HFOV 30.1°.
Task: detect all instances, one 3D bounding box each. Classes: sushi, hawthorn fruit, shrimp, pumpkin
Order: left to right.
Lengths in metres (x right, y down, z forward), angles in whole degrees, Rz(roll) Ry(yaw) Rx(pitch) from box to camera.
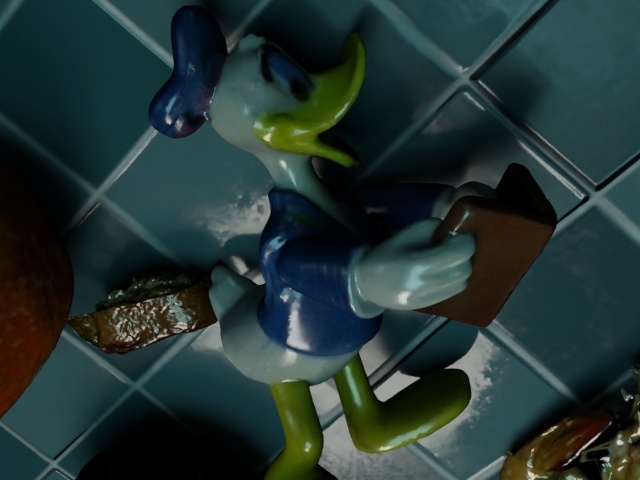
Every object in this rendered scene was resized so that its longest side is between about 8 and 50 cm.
[{"bbox_3d":[-0.285,0.056,0.844,0.205,0.205,0.253,19,131,0],"label":"hawthorn fruit"},{"bbox_3d":[-0.128,0.052,0.886,0.120,0.052,0.055,-20,97,25],"label":"sushi"},{"bbox_3d":[-0.120,0.246,0.944,0.194,0.150,0.194,0,117,0],"label":"pumpkin"},{"bbox_3d":[0.212,0.162,0.882,0.152,0.063,0.287,13,124,17],"label":"shrimp"}]

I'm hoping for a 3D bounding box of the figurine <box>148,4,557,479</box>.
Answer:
[{"bbox_3d":[0.000,0.000,0.752,0.283,0.204,0.338,-20,105,45],"label":"figurine"}]
